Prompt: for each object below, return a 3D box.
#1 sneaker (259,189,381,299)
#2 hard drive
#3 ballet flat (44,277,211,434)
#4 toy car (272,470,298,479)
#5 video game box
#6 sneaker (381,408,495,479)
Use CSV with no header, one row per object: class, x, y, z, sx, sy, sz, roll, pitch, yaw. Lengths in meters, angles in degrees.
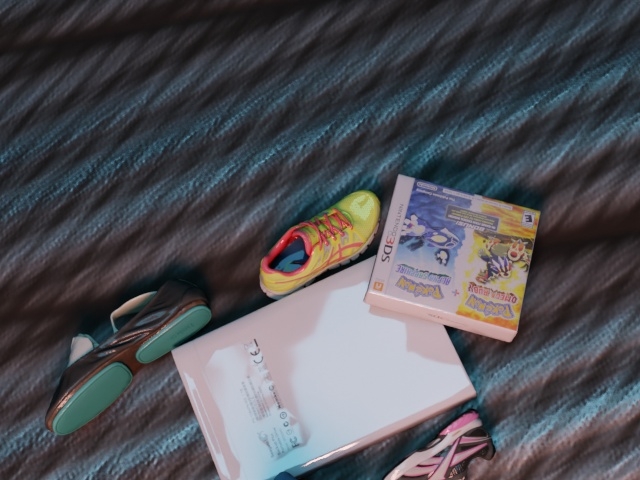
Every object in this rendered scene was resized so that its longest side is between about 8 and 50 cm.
sneaker,0.000,0.000,1.558,0.208,0.094,0.081,-41,68,-7
hard drive,0.001,0.179,1.523,0.353,0.047,0.233,-25,69,2
ballet flat,-0.279,0.153,1.565,0.280,0.095,0.096,-38,59,-15
toy car,-0.033,0.445,1.365,0.219,0.210,0.238,35,89,7
video game box,0.178,0.021,1.511,0.205,0.048,0.187,15,67,2
sneaker,0.149,0.297,1.447,0.178,0.072,0.077,-37,80,2
